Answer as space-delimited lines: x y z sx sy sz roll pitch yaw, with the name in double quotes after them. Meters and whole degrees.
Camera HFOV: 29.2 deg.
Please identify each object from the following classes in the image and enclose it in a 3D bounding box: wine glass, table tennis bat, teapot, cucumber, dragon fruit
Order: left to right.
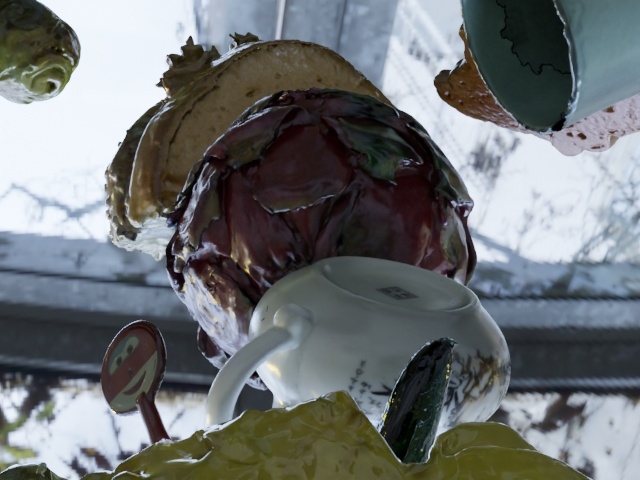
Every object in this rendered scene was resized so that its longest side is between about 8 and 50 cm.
-0.182 0.148 1.240 0.019 0.098 0.154 24 -153 -43 "table tennis bat"
0.002 -0.002 1.242 0.329 0.329 0.329 5 -133 -5 "dragon fruit"
0.030 0.100 0.978 0.300 0.165 0.208 -13 -142 -37 "teapot"
0.037 0.139 0.672 0.036 0.184 0.033 11 173 42 "cucumber"
0.179 -0.126 0.544 0.231 0.103 0.103 -24 -125 -17 "wine glass"

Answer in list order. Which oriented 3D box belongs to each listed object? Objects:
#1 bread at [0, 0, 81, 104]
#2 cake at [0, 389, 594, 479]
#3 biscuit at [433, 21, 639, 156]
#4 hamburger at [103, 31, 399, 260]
-0.311 -0.201 1.016 0.269 0.098 0.087 34 -92 15 "bread"
-0.016 0.207 0.465 0.286 0.227 0.222 -8 -137 -14 "cake"
0.215 -0.142 1.127 0.280 0.183 0.043 4 -121 48 "biscuit"
-0.076 -0.127 1.582 0.446 0.268 0.287 -3 -99 -33 "hamburger"
